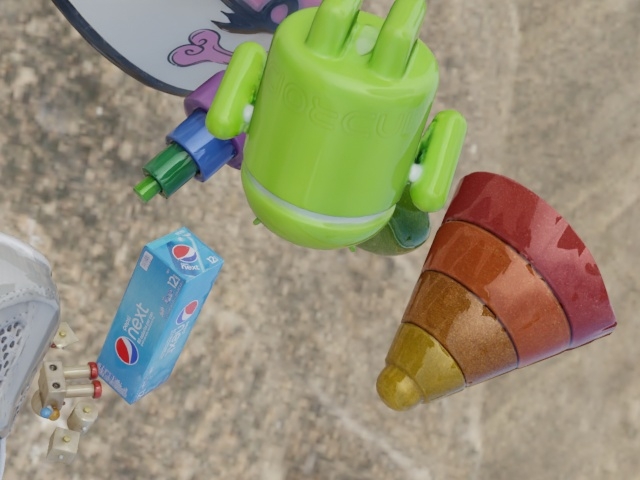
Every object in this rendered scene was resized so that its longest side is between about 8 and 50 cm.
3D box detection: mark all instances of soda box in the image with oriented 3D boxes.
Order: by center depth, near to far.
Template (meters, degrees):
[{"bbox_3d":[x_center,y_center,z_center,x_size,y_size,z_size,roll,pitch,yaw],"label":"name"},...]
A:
[{"bbox_3d":[-0.188,0.088,1.433,0.071,0.067,0.210,-31,156,-50],"label":"soda box"}]

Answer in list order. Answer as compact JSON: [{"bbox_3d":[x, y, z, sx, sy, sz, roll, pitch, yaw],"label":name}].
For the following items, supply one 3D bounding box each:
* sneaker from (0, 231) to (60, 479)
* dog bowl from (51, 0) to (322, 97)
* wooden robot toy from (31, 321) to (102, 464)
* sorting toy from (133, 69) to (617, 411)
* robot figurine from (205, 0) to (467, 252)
[{"bbox_3d":[-0.133,0.133,0.367,0.105,0.115,0.281,64,46,-72],"label":"sneaker"},{"bbox_3d":[-0.091,-0.328,0.976,0.408,0.150,0.408,38,45,-52],"label":"dog bowl"},{"bbox_3d":[-0.294,0.182,1.415,0.076,0.173,0.079,5,140,-29],"label":"wooden robot toy"},{"bbox_3d":[0.000,0.000,0.767,0.126,0.365,0.127,-42,135,-18],"label":"sorting toy"},{"bbox_3d":[0.006,-0.045,0.492,0.067,0.101,0.115,-70,178,-54],"label":"robot figurine"}]
